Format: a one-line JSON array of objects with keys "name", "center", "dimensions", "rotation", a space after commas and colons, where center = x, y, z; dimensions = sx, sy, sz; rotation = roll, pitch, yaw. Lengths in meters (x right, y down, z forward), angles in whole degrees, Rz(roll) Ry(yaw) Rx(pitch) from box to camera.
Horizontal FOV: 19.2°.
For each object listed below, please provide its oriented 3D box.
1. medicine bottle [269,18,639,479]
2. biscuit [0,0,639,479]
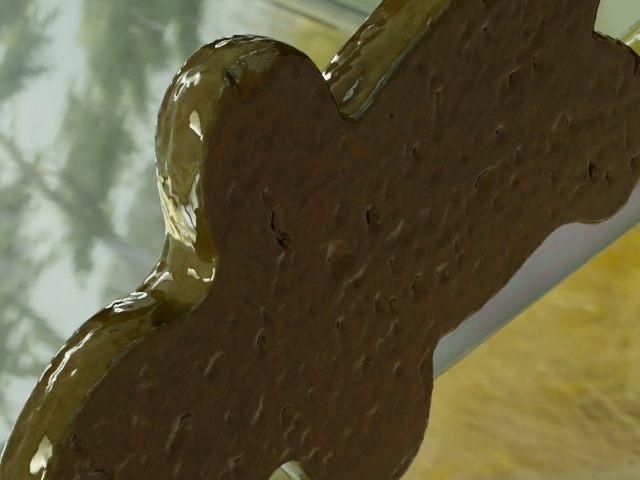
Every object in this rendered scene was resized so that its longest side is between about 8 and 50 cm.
[{"name": "medicine bottle", "center": [0.088, 0.006, 1.118], "dimensions": [0.426, 0.108, 0.108], "rotation": [-39, 19, 21]}, {"name": "biscuit", "center": [-0.001, 0.000, 0.858], "dimensions": [0.432, 0.064, 0.283], "rotation": [-47, -39, -23]}]
